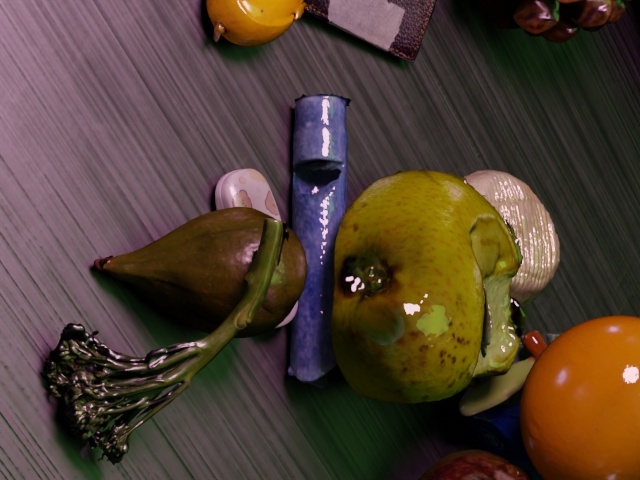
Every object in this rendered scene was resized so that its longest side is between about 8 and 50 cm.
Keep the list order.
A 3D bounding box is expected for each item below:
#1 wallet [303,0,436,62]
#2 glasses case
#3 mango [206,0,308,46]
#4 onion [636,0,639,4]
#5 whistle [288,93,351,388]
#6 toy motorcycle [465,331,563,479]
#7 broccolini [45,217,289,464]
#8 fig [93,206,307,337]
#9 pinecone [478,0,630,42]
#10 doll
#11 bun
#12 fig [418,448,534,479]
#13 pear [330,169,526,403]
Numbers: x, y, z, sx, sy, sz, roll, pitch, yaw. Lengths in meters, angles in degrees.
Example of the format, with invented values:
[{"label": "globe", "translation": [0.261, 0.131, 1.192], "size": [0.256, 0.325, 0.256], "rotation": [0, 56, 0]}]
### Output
[{"label": "wallet", "translation": [0.065, -0.354, 1.852], "size": [0.221, 0.071, 0.262], "rotation": [19, 84, -47]}, {"label": "glasses case", "translation": [-0.064, 0.009, 1.677], "size": [0.063, 0.041, 0.164], "rotation": [-19, 97, -46]}, {"label": "mango", "translation": [-0.059, -0.270, 1.712], "size": [0.101, 0.066, 0.187], "rotation": [38, 62, -21]}, {"label": "onion", "translation": [0.561, -0.322, 2.290], "size": [0.314, 0.232, 0.314], "rotation": [26, 26, -14]}, {"label": "whistle", "translation": [0.000, 0.000, 1.735], "size": [0.062, 0.062, 0.304], "rotation": [13, 73, -46]}, {"label": "toy motorcycle", "translation": [0.287, 0.194, 1.948], "size": [0.326, 0.191, 0.200], "rotation": [5, 86, -29]}, {"label": "broccolini", "translation": [-0.140, 0.067, 1.492], "size": [0.271, 0.062, 0.123], "rotation": [-47, 112, -4]}, {"label": "fig", "translation": [-0.107, 0.015, 1.570], "size": [0.185, 0.133, 0.126], "rotation": [31, 78, -19]}, {"label": "pinecone", "translation": [0.288, -0.355, 1.993], "size": [0.264, 0.264, 0.264], "rotation": [12, 74, -46]}, {"label": "doll", "translation": [0.289, 0.164, 1.784], "size": [0.213, 0.236, 0.213], "rotation": [-34, 144, -29]}, {"label": "bun", "translation": [0.191, 0.004, 1.905], "size": [0.188, 0.111, 0.164], "rotation": [-1, 75, -50]}, {"label": "fig", "translation": [0.167, 0.321, 1.774], "size": [0.191, 0.181, 0.181], "rotation": [-49, 126, 2]}, {"label": "pear", "translation": [0.105, 0.041, 1.705], "size": [0.255, 0.164, 0.238], "rotation": [-4, 90, -71]}]
